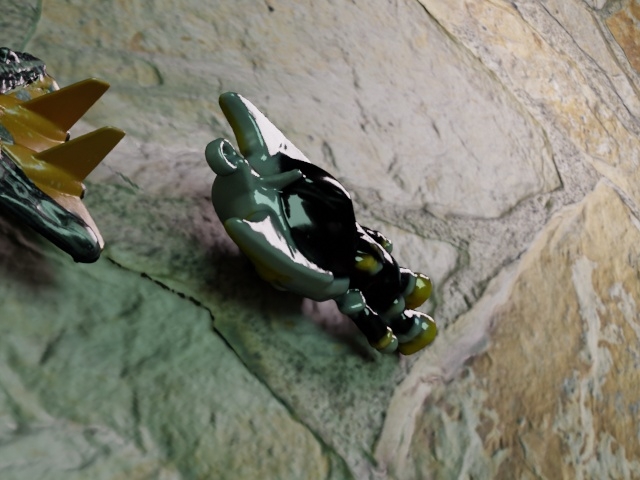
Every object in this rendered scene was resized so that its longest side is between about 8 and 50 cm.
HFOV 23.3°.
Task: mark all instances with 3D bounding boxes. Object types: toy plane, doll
[{"bbox_3d":[-0.290,-0.091,1.069,0.316,0.103,0.204,12,44,-40],"label":"toy plane"},{"bbox_3d":[-0.001,-0.003,1.365,0.316,0.103,0.145,37,61,-41],"label":"doll"}]
